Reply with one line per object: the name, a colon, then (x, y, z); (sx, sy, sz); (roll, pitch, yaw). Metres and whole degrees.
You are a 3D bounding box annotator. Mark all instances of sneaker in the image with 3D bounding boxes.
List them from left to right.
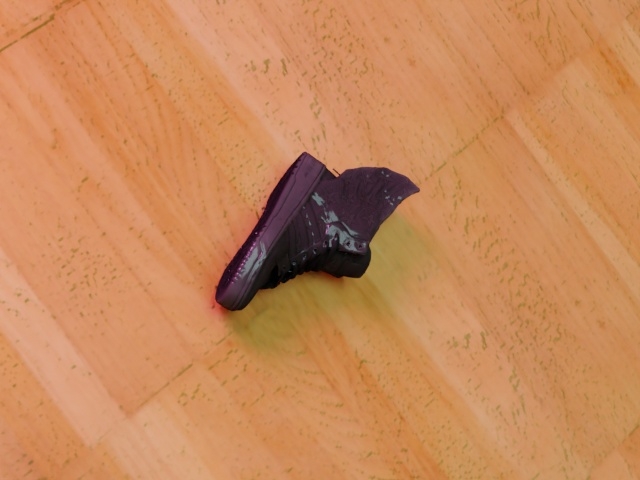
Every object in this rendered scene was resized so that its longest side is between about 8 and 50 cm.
sneaker: (-0.001, 0.001, 1.353); (0.089, 0.051, 0.170); (36, 53, -10)
